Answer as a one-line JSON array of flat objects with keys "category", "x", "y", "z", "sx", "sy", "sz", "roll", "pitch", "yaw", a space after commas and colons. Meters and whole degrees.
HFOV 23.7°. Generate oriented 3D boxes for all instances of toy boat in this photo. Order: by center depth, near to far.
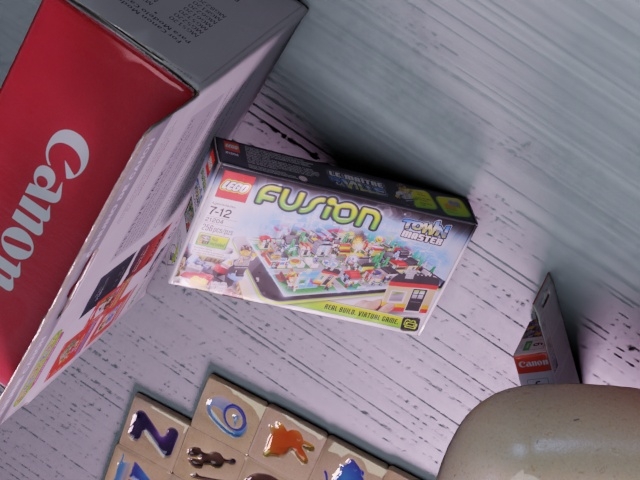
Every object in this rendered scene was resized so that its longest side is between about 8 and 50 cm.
[{"category": "toy boat", "x": 0.232, "y": 0.129, "z": 1.071, "sx": 0.267, "sy": 0.148, "sz": 0.318, "roll": 16, "pitch": 110, "yaw": -6}]

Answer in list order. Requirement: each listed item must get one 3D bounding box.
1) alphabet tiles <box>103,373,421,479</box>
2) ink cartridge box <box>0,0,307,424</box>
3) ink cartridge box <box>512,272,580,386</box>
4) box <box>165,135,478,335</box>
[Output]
[{"category": "alphabet tiles", "x": -0.039, "y": 0.277, "z": 1.347, "sx": 0.342, "sy": 0.011, "sz": 0.285, "roll": 26, "pitch": 120, "yaw": 9}, {"category": "ink cartridge box", "x": -0.174, "y": -0.047, "z": 1.101, "sx": 0.130, "sy": 0.272, "sz": 0.309, "roll": 35, "pitch": 120, "yaw": 3}, {"category": "ink cartridge box", "x": 0.168, "y": 0.089, "z": 1.149, "sx": 0.029, "sy": 0.063, "sz": 0.115, "roll": -10, "pitch": 108, "yaw": 24}, {"category": "box", "x": 0.000, "y": 0.000, "z": 1.132, "sx": 0.207, "sy": 0.036, "sz": 0.114, "roll": 12, "pitch": 123, "yaw": -19}]
